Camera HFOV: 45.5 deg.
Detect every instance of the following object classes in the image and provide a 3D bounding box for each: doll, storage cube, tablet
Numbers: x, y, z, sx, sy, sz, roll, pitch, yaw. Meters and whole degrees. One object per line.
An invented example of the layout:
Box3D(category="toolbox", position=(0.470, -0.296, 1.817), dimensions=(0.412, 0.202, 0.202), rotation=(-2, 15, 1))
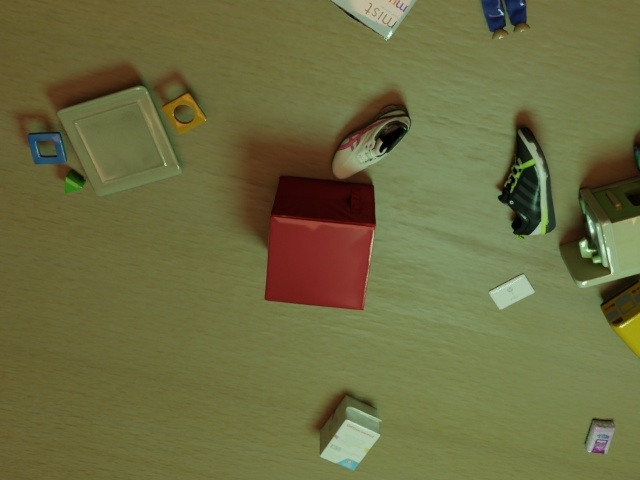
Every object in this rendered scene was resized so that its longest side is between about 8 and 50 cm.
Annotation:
Box3D(category="doll", position=(0.310, -0.448, 1.302), dimensions=(0.129, 0.046, 0.189), rotation=(-13, 111, 18))
Box3D(category="storage cube", position=(0.000, 0.000, 1.469), dimensions=(0.193, 0.184, 0.215), rotation=(5, 119, 0))
Box3D(category="tablet", position=(0.406, 0.109, 1.617), dimensions=(0.083, 0.006, 0.054), rotation=(-30, 113, 15))

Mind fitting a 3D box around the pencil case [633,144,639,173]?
Box3D(category="pencil case", position=(0.672, -0.164, 1.431), dimensions=(0.151, 0.070, 0.064), rotation=(-14, 117, 9))

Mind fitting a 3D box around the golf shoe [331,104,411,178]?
Box3D(category="golf shoe", position=(0.090, -0.178, 1.428), dimensions=(0.067, 0.086, 0.186), rotation=(41, 113, -20))

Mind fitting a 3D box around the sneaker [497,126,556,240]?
Box3D(category="sneaker", position=(0.388, -0.099, 1.463), dimensions=(0.097, 0.084, 0.235), rotation=(-14, 117, 10))

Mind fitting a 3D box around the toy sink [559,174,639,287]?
Box3D(category="toy sink", position=(0.578, -0.029, 1.459), dimensions=(0.234, 0.153, 0.131), rotation=(-16, 116, 11))

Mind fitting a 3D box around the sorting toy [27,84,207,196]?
Box3D(category="sorting toy", position=(-0.377, -0.191, 1.455), dimensions=(0.347, 0.047, 0.196), rotation=(-14, 121, 9))

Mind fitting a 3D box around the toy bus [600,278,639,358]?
Box3D(category="toy bus", position=(0.731, 0.225, 1.601), dimensions=(0.108, 0.130, 0.332), rotation=(-40, 110, 20))

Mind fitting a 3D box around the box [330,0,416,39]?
Box3D(category="box", position=(0.120, -0.461, 1.179), dimensions=(0.126, 0.262, 0.231), rotation=(32, 115, -14))

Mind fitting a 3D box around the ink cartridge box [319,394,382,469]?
Box3D(category="ink cartridge box", position=(0.071, 0.435, 1.748), dimensions=(0.092, 0.090, 0.143), rotation=(27, 114, -13))

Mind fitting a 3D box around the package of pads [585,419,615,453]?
Box3D(category="package of pads", position=(0.653, 0.458, 1.781), dimensions=(0.050, 0.032, 0.083), rotation=(6, 118, 1))
